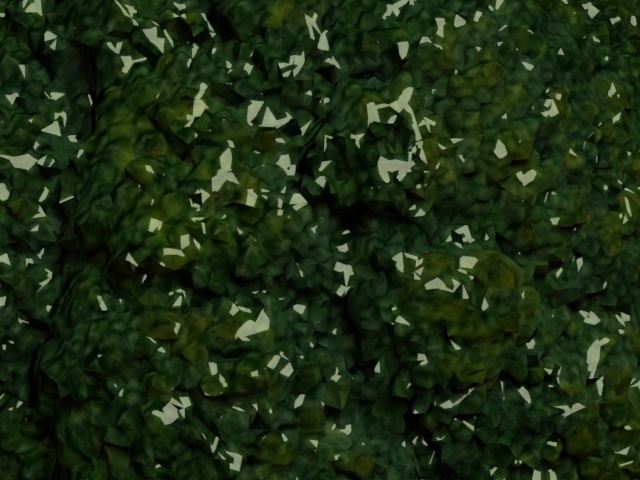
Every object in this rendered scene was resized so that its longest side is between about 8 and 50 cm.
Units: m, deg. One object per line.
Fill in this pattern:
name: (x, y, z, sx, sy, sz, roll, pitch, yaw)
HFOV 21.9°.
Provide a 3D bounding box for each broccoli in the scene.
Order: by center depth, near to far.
broccoli: (0.000, 0.000, 0.428, 0.261, 0.241, 0.269, -15, 77, -33)
